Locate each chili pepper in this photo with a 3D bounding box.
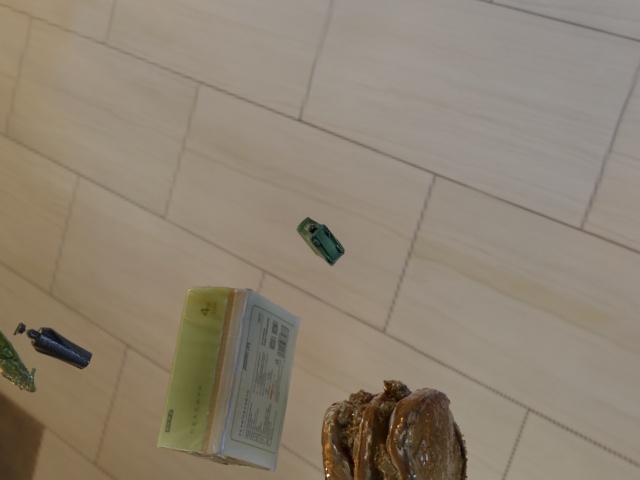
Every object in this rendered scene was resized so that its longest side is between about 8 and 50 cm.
[{"bbox_3d":[-0.705,0.224,2.095,0.359,0.076,0.085,32,105,31],"label":"chili pepper"}]

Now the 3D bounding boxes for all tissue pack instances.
[{"bbox_3d":[-0.124,0.195,1.374,0.125,0.159,0.234,-1,70,28],"label":"tissue pack"}]

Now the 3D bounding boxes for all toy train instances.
[{"bbox_3d":[0.000,0.000,1.641,0.038,0.093,0.056,-48,45,-9],"label":"toy train"}]

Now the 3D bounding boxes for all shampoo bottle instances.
[{"bbox_3d":[-0.458,0.179,1.669,0.048,0.137,0.027,-55,28,3],"label":"shampoo bottle"}]

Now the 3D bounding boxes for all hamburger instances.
[{"bbox_3d":[0.118,0.372,1.592,0.211,0.260,0.245,-9,52,26],"label":"hamburger"}]
